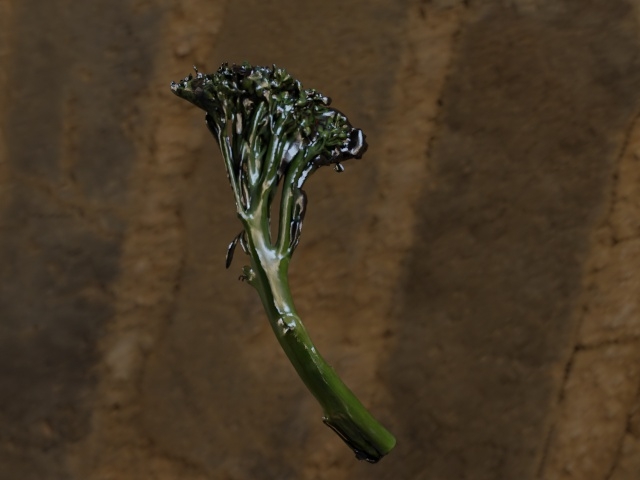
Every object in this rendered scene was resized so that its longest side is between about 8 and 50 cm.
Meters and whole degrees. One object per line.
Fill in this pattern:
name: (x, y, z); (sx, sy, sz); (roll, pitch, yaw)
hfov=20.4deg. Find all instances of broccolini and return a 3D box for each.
broccolini: (0.002, 0.008, 1.115); (0.062, 0.123, 0.271); (-41, -113, 59)
